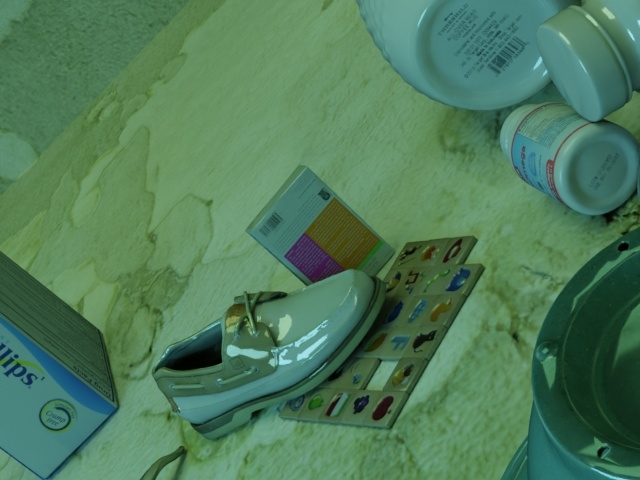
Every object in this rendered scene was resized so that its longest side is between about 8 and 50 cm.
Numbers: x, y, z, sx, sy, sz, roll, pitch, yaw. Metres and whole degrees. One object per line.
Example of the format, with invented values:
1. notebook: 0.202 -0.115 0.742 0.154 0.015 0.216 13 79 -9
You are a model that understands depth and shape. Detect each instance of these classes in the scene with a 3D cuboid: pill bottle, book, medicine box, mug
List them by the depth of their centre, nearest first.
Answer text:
1. pill bottle: 0.322 -0.212 1.183 0.245 0.136 0.136 -32 22 -4
2. pill bottle: 0.233 -0.084 1.268 0.087 0.087 0.160 -47 22 0
3. book: 0.000 0.000 1.461 0.096 0.144 0.035 -50 23 -9
4. mug: 0.208 -0.331 1.485 0.374 0.276 0.328 -34 32 22
5. medicine box: -0.435 0.147 1.825 0.149 0.263 0.289 -46 22 4

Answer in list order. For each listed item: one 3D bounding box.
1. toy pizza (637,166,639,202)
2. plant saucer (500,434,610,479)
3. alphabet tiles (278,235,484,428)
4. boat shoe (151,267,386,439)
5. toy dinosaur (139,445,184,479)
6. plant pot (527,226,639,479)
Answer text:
1. toy pizza: 0.358 -0.085 1.123 0.201 0.032 0.201 -39 24 21
2. plant saucer: 0.225 0.176 0.915 0.317 0.043 0.317 -38 23 20
3. alphabet tiles: 0.069 0.091 1.369 0.198 0.009 0.237 -7 44 57
4. boat shoe: -0.063 0.111 1.423 0.302 0.103 0.113 -37 22 30
5. toy dinosaur: -0.203 0.316 1.412 0.118 0.064 0.268 -24 28 56
6. plant pot: 0.233 0.105 0.729 0.293 0.196 0.293 -24 39 22
